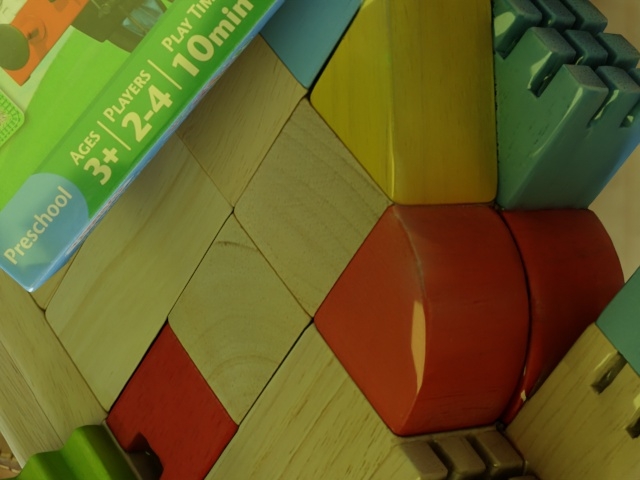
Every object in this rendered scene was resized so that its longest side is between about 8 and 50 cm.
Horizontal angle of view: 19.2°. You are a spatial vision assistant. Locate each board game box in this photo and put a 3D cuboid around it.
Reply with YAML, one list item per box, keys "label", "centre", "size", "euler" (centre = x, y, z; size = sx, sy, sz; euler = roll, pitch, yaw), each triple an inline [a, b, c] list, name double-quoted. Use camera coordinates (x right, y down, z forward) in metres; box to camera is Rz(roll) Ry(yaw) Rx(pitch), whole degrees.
- label: "board game box"
  centre: [-0.111, -0.113, 0.543]
  size: [0.211, 0.039, 0.160]
  euler: [41, 109, -2]

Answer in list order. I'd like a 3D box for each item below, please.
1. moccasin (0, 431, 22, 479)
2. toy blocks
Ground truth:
- label: "moccasin"
  centre: [-0.066, 0.239, 0.796]
  size: [0.147, 0.139, 0.380]
  euler: [-28, 93, 35]
- label: "toy blocks"
  centre: [0.000, 0.000, 0.628]
  size: [0.381, 0.190, 0.261]
  euler: [53, 125, 30]
